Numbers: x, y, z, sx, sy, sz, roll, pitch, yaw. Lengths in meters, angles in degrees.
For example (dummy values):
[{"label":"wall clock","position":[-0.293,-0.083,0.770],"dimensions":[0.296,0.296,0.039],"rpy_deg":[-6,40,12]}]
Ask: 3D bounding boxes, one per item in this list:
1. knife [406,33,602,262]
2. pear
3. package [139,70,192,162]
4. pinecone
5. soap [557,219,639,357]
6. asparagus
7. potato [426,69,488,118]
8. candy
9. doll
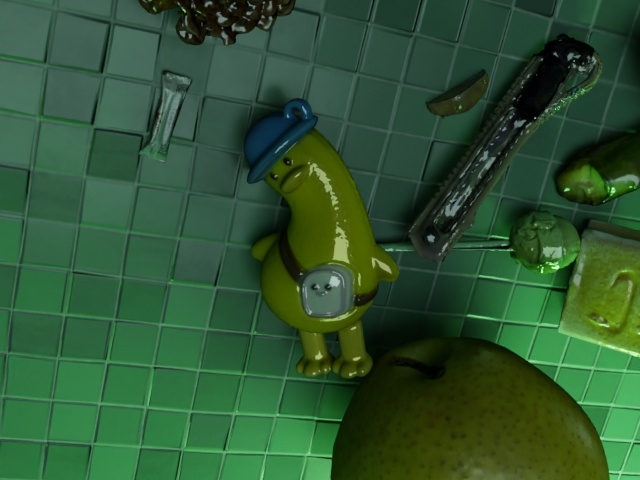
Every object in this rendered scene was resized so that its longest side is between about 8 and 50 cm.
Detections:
[{"label":"knife","position":[0.242,-0.123,1.111],"dimensions":[0.089,0.043,0.365],"rpy_deg":[38,90,5]},{"label":"pear","position":[0.197,0.326,1.120],"dimensions":[0.362,0.362,0.418],"rpy_deg":[-17,110,-9]},{"label":"package","position":[-0.189,-0.149,1.024],"dimensions":[0.037,0.015,0.110],"rpy_deg":[15,103,-19]},{"label":"pinecone","position":[-0.124,-0.301,0.901],"dimensions":[0.179,0.195,0.150],"rpy_deg":[-13,150,-33]},{"label":"soap","position":[0.492,0.088,1.183],"dimensions":[0.274,0.089,0.173],"rpy_deg":[15,109,21]},{"label":"asparagus","position":[0.496,-0.142,1.186],"dimensions":[0.343,0.085,0.082],"rpy_deg":[-25,90,-3]},{"label":"potato","position":[0.191,-0.186,1.106],"dimensions":[0.093,0.036,0.037],"rpy_deg":[-30,111,-4]},{"label":"candy","position":[0.193,0.008,1.161],"dimensions":[0.336,0.092,0.093],"rpy_deg":[-3,67,-7]},{"label":"doll","position":[0.000,0.000,1.058],"dimensions":[0.199,0.145,0.363],"rpy_deg":[-2,111,20]}]
